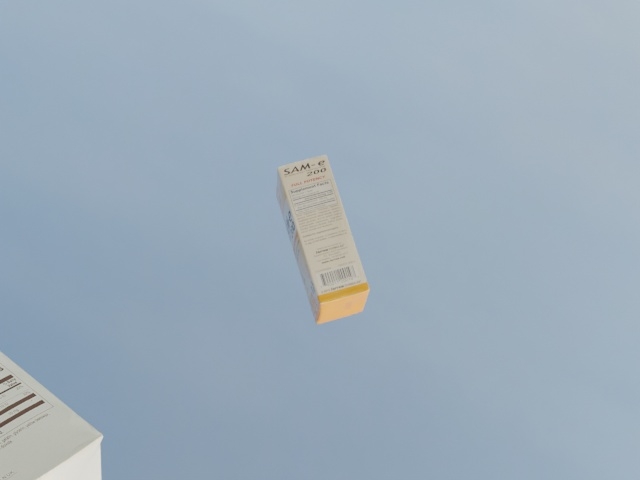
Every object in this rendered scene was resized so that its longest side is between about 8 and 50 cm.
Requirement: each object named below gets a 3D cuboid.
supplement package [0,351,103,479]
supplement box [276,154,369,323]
[{"bbox_3d":[-0.235,0.151,0.801,0.203,0.194,0.149,33,-134,29],"label":"supplement package"},{"bbox_3d":[0.000,0.000,1.006,0.036,0.062,0.098,-16,-105,-7],"label":"supplement box"}]
